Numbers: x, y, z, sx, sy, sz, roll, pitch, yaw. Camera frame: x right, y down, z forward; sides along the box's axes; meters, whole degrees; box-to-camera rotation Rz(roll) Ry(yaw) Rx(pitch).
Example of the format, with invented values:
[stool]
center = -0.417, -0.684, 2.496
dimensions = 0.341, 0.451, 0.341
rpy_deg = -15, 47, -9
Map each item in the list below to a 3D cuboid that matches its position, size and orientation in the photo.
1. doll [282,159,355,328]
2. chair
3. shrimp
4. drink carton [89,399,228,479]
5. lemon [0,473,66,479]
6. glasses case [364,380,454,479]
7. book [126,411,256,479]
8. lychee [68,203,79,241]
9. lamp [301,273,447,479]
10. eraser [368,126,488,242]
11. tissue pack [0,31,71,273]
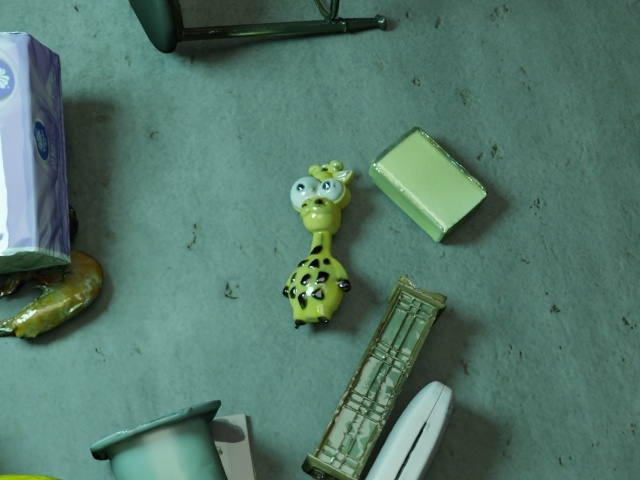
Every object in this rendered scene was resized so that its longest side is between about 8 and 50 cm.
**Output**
[doll]
center = 0.000, 0.000, 1.696
dimensions = 0.117, 0.086, 0.291
rpy_deg = -6, 62, 21
[chair]
center = -0.131, -0.513, 1.772
dimensions = 0.410, 0.362, 0.364
rpy_deg = -23, 72, -12
[shrimp]
center = -0.417, 0.081, 1.626
dimensions = 0.187, 0.051, 0.132
rpy_deg = -36, 55, -25
[drink carton]
center = -0.201, 0.335, 1.455
dimensions = 0.185, 0.191, 0.189
rpy_deg = -13, 76, -15
[lemon]
center = -0.358, 0.444, 1.286
dimensions = 0.350, 0.350, 0.387
rpy_deg = -2, 24, -9
[glasses case]
center = 0.110, 0.335, 1.548
dimensions = 0.075, 0.113, 0.297
rpy_deg = 28, 66, 7
[book]
center = -0.187, 0.322, 1.563
dimensions = 0.182, 0.014, 0.127
rpy_deg = -7, 67, -11
[lychee]
center = -0.406, -0.024, 1.656
dimensions = 0.067, 0.068, 0.083
rpy_deg = 2, 45, -31
[lamp]
center = 0.083, 0.213, 1.611
dimensions = 0.089, 0.090, 0.325
rpy_deg = 26, 64, 4
[eraser]
center = 0.176, -0.093, 1.777
dimensions = 0.172, 0.058, 0.117
rpy_deg = 44, 67, 12
[tissue pack]
center = -0.506, -0.117, 1.575
dimensions = 0.242, 0.160, 0.338
rpy_deg = -8, 79, 9
